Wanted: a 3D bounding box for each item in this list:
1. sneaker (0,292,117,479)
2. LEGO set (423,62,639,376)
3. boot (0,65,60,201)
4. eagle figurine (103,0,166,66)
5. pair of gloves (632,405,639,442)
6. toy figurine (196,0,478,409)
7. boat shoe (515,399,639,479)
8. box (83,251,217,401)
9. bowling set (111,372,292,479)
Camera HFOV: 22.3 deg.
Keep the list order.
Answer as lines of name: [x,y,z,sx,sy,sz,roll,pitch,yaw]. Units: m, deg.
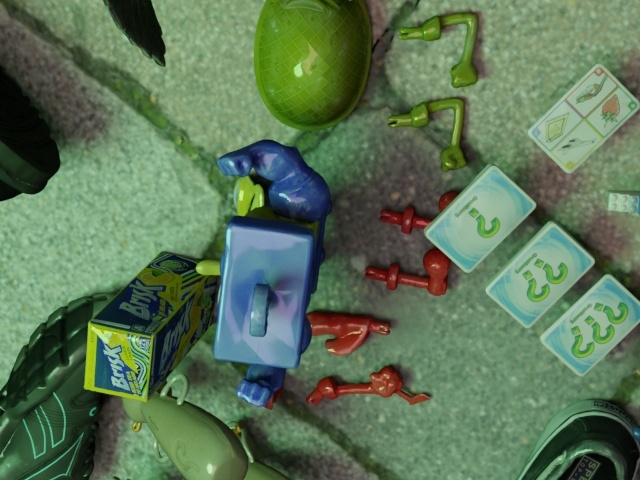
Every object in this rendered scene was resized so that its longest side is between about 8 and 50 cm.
sneaker: [-0.231,0.153,1.395,0.106,0.101,0.267,34,113,-23]
LEGO set: [0.227,-0.026,1.213,0.182,0.060,0.244,42,101,-15]
boot: [-0.401,-0.082,1.319,0.348,0.131,0.260,40,105,10]
eagle figurine: [-0.153,-0.305,1.169,0.298,0.225,0.226,40,102,10]
pair of gloves: [0.343,0.138,1.261,0.159,0.023,0.198,39,100,-5]
toy figurine: [0.000,0.000,1.210,0.191,0.217,0.362,13,111,9]
boat shoe: [0.172,0.277,1.320,0.113,0.105,0.306,31,112,2]
box: [-0.132,0.066,1.287,0.054,0.169,0.059,11,110,10]
bowling set: [-0.079,0.247,1.372,0.154,0.200,0.287,35,115,46]
